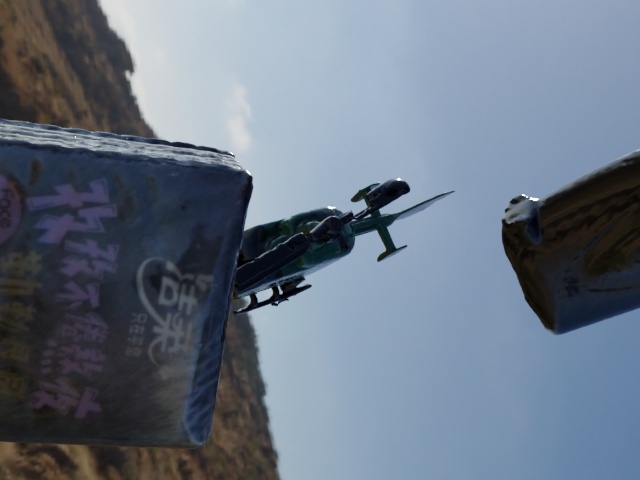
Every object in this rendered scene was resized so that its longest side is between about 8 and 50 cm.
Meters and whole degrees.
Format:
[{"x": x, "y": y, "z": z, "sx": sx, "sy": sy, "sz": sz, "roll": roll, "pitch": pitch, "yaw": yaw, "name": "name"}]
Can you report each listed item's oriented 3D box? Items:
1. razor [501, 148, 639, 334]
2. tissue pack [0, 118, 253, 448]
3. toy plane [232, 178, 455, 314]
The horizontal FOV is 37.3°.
[{"x": 0.402, "y": -0.014, "z": 1.157, "sx": 0.204, "sy": 0.349, "sz": 0.113, "roll": 61, "pitch": 19, "yaw": -25, "name": "razor"}, {"x": -0.248, "y": 0.035, "z": 0.744, "sx": 0.122, "sy": 0.361, "sz": 0.259, "roll": -127, "pitch": -134, "yaw": -64, "name": "tissue pack"}, {"x": 0.000, "y": 0.000, "z": 1.148, "sx": 0.155, "sy": 0.382, "sz": 0.106, "roll": -29, "pitch": -100, "yaw": 47, "name": "toy plane"}]
